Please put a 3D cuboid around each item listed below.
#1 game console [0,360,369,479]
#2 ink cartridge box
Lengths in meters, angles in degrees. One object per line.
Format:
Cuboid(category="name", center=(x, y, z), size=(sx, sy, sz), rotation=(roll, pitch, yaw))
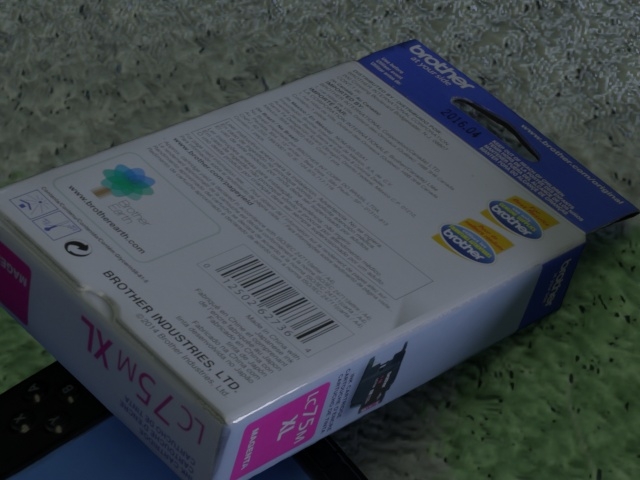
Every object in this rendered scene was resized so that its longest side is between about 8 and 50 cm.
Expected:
Cuboid(category="game console", center=(-0.118, 0.111, 0.846), size=(0.250, 0.173, 0.293), rotation=(-31, 43, -13))
Cuboid(category="ink cartridge box", center=(0.000, 0.000, 0.958), size=(0.311, 0.065, 0.186), rotation=(-26, 53, -38))
